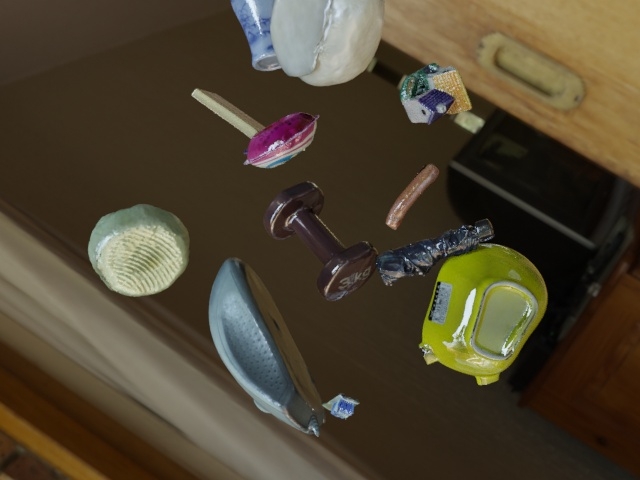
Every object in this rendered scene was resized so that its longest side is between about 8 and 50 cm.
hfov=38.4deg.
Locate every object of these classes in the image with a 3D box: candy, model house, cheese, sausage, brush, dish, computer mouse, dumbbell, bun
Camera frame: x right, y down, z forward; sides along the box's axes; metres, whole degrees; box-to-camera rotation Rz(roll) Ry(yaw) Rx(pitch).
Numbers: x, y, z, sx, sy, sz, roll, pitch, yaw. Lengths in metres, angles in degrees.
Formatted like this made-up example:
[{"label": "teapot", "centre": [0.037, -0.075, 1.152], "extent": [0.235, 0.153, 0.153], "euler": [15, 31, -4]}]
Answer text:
[{"label": "candy", "centre": [0.020, -0.436, 1.775], "extent": [0.185, 0.295, 0.296], "euler": [-4, -45, -34]}, {"label": "model house", "centre": [0.215, -0.270, 1.699], "extent": [0.100, 0.088, 0.100], "euler": [-34, 25, -22]}, {"label": "cheese", "centre": [-0.076, -0.173, 1.599], "extent": [0.155, 0.062, 0.244], "euler": [-35, 13, -14]}, {"label": "sausage", "centre": [0.212, -0.104, 2.144], "extent": [0.177, 0.040, 0.047], "euler": [-52, -28, 4]}, {"label": "brush", "centre": [0.028, 0.256, 1.396], "extent": [0.178, 0.033, 0.030], "euler": [119, 164, -73]}, {"label": "dish", "centre": [0.312, 0.141, 1.688], "extent": [0.263, 0.221, 0.108], "euler": [-65, 12, 2]}, {"label": "computer mouse", "centre": [-0.107, 0.200, 1.619], "extent": [0.121, 0.371, 0.188], "euler": [-34, -30, 6]}, {"label": "dumbbell", "centre": [0.000, 0.000, 1.795], "extent": [0.140, 0.225, 0.124], "euler": [-26, -31, -31]}, {"label": "bun", "centre": [-0.353, 0.010, 1.774], "extent": [0.195, 0.118, 0.196], "euler": [-14, -49, -17]}]

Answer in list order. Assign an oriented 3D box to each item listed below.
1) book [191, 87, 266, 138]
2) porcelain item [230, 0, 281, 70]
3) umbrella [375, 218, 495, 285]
[{"label": "book", "centre": [-0.190, -0.273, 2.005], "extent": [0.026, 0.161, 0.231], "euler": [-55, 1, 7]}, {"label": "porcelain item", "centre": [-0.133, -0.529, 2.144], "extent": [0.141, 0.141, 0.259], "euler": [87, 172, -74]}, {"label": "umbrella", "centre": [0.212, 0.021, 1.689], "extent": [0.224, 0.071, 0.080], "euler": [-23, 23, 11]}]
